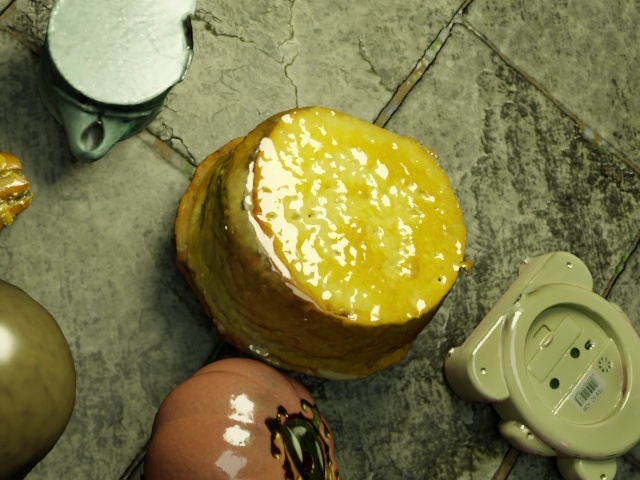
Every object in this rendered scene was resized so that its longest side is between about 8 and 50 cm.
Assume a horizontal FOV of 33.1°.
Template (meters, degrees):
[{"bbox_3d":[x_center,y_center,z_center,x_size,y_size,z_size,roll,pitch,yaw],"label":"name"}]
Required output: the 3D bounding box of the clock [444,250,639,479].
[{"bbox_3d":[0.375,0.203,1.653,0.309,0.114,0.284,46,67,-7],"label":"clock"}]

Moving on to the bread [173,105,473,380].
[{"bbox_3d":[0.000,0.000,1.485,0.398,0.215,0.398,12,60,-22],"label":"bread"}]

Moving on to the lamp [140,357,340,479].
[{"bbox_3d":[-0.113,0.305,1.388,0.240,0.305,0.305,-16,82,23],"label":"lamp"}]

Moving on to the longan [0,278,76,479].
[{"bbox_3d":[-0.445,0.188,1.269,0.319,0.319,0.318,4,77,-18],"label":"longan"}]

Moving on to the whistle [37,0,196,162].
[{"bbox_3d":[-0.242,-0.295,1.513,0.188,0.168,0.405,46,69,-4],"label":"whistle"}]

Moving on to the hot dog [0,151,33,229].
[{"bbox_3d":[-0.507,-0.031,1.419,0.269,0.072,0.115,-31,97,-23],"label":"hot dog"}]
